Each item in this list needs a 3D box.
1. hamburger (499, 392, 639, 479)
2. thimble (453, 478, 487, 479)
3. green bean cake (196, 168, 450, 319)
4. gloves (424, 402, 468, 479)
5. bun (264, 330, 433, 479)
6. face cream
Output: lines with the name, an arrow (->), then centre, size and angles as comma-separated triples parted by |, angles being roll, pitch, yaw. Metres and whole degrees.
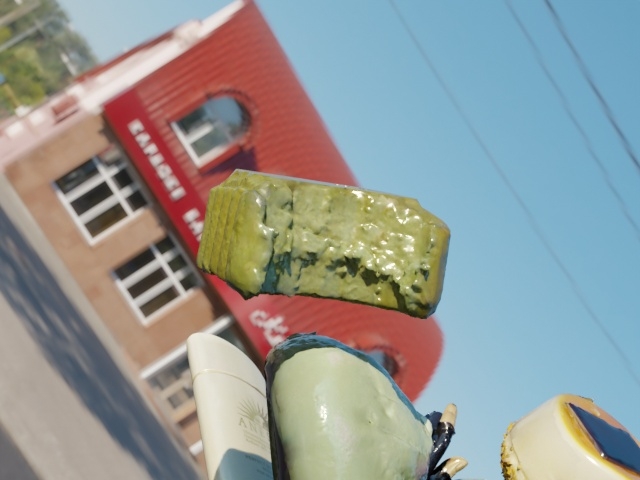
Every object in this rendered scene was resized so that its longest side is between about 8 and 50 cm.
hamburger -> 0.387, 0.364, 1.717 | 0.276, 0.179, 0.294 | 27, 20, -36
thimble -> 0.219, 0.398, 1.692 | 0.062, 0.084, 0.110 | -22, -117, 59
green bean cake -> 0.000, 0.000, 1.274 | 0.233, 0.236, 0.124 | -157, -105, -70
gloves -> 0.133, 0.300, 1.685 | 0.129, 0.180, 0.106 | 33, -11, 29
bun -> 0.037, 0.248, 1.334 | 0.293, 0.187, 0.293 | 176, -90, -86
face cream -> -0.114, 0.294, 1.726 | 0.173, 0.081, 0.348 | 42, 18, -35
